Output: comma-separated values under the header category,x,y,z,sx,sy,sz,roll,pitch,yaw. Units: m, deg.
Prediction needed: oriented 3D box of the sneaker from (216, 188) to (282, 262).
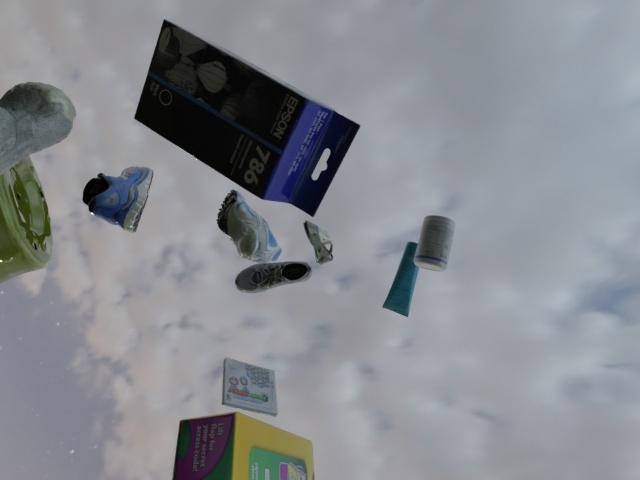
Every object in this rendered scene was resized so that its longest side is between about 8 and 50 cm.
category,x,y,z,sx,sy,sz,roll,pitch,yaw
sneaker,-0.154,-0.029,0.887,0.085,0.086,0.237,-53,-138,14

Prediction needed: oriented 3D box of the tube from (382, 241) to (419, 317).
category,x,y,z,sx,sy,sz,roll,pitch,yaw
tube,0.244,0.107,1.206,0.080,0.052,0.207,20,-102,0

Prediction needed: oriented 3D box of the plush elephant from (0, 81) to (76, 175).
category,x,y,z,sx,sy,sz,roll,pitch,yaw
plush elephant,-0.409,-0.128,0.303,0.272,0.330,0.255,5,-46,-2

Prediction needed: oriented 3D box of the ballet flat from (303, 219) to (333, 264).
category,x,y,z,sx,sy,sz,roll,pitch,yaw
ballet flat,0.000,0.000,1.306,0.068,0.213,0.072,-15,-126,2

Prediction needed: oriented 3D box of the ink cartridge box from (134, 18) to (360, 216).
category,x,y,z,sx,sy,sz,roll,pitch,yaw
ink cartridge box,-0.121,-0.182,0.643,0.332,0.065,0.165,31,-70,11

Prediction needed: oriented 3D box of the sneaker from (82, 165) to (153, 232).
category,x,y,z,sx,sy,sz,roll,pitch,yaw
sneaker,-0.542,-0.139,1.133,0.130,0.147,0.330,-63,-154,14

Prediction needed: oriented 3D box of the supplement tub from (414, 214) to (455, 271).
category,x,y,z,sx,sy,sz,roll,pitch,yaw
supplement tub,0.244,0.007,0.901,0.071,0.071,0.107,8,-105,32

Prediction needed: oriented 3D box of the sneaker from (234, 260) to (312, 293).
category,x,y,z,sx,sy,sz,roll,pitch,yaw
sneaker,-0.162,0.113,1.483,0.115,0.281,0.105,127,-51,-75

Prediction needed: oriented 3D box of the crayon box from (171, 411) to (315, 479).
category,x,y,z,sx,sy,sz,roll,pitch,yaw
crayon box,-0.101,0.476,0.623,0.106,0.313,0.363,-14,-125,15

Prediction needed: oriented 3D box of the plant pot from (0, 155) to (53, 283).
category,x,y,z,sx,sy,sz,roll,pitch,yaw
plant pot,-0.617,-0.031,0.608,0.366,0.353,0.366,167,-90,-70

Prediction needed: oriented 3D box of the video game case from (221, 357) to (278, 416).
category,x,y,z,sx,sy,sz,roll,pitch,yaw
video game case,-0.190,0.395,1.143,0.019,0.157,0.143,-55,-153,25
